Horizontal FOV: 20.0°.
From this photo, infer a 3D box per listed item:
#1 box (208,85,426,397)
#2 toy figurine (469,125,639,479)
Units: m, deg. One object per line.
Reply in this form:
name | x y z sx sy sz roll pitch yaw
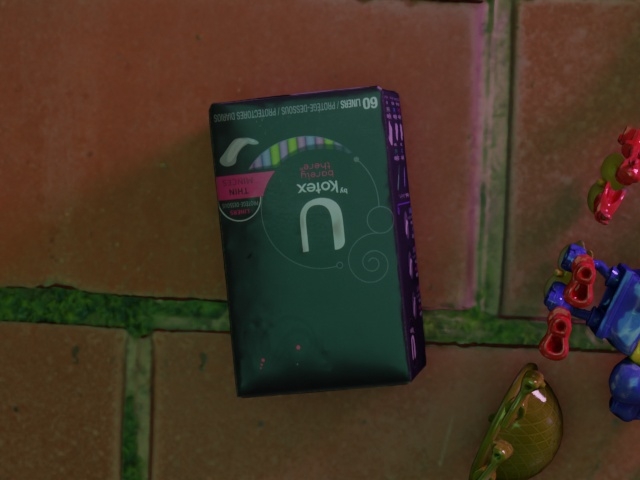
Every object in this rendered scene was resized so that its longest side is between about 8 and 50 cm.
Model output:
box | 0.000 0.000 1.679 0.165 0.143 0.270 -6 92 9
toy figurine | 0.298 0.105 1.624 0.217 0.191 0.362 24 97 2
